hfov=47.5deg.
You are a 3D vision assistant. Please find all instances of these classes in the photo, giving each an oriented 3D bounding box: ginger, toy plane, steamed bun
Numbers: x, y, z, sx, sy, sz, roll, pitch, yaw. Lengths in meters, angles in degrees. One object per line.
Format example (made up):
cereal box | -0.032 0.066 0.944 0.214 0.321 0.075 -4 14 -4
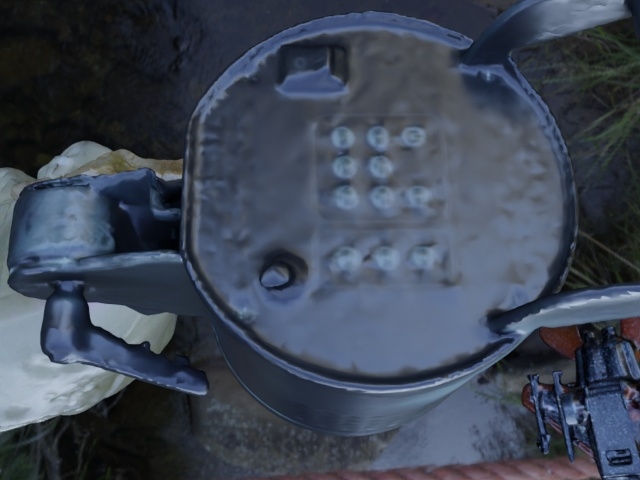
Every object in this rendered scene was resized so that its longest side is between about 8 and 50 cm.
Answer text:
ginger | -0.158 -0.051 0.736 0.287 0.075 0.089 -9 98 -21
toy plane | 0.199 0.139 0.479 0.130 0.189 0.061 -16 148 29
steamed bun | -0.310 0.065 0.845 0.352 0.339 0.247 -28 133 6

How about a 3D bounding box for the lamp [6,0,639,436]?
lamp | 0.034 0.008 0.456 0.373 0.205 0.272 -8 159 15
